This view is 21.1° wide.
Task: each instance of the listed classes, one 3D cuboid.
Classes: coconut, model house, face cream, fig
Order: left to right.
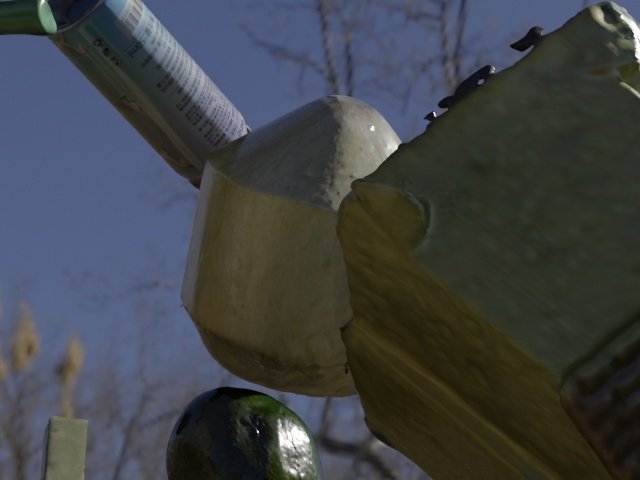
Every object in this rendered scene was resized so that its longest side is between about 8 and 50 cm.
[{"bbox_3d":[-0.126,-0.117,1.380,0.075,0.075,0.229,-5,-41,39],"label":"face cream"},{"bbox_3d":[-0.041,0.182,1.159,0.117,0.177,0.117,-12,-52,-16],"label":"fig"},{"bbox_3d":[0.000,0.000,1.313,0.202,0.222,0.202,12,11,-2],"label":"coconut"},{"bbox_3d":[0.184,0.061,1.012,0.266,0.261,0.321,43,-20,30],"label":"model house"}]

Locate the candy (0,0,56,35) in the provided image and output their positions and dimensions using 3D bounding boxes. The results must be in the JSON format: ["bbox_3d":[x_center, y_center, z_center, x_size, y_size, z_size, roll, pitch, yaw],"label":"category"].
[{"bbox_3d":[-0.342,-0.100,0.897,0.440,0.119,0.119,-2,-27,19],"label":"candy"}]

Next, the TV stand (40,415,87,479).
[{"bbox_3d":[-0.223,0.250,1.460,0.036,0.249,0.042,9,-48,-12],"label":"TV stand"}]
